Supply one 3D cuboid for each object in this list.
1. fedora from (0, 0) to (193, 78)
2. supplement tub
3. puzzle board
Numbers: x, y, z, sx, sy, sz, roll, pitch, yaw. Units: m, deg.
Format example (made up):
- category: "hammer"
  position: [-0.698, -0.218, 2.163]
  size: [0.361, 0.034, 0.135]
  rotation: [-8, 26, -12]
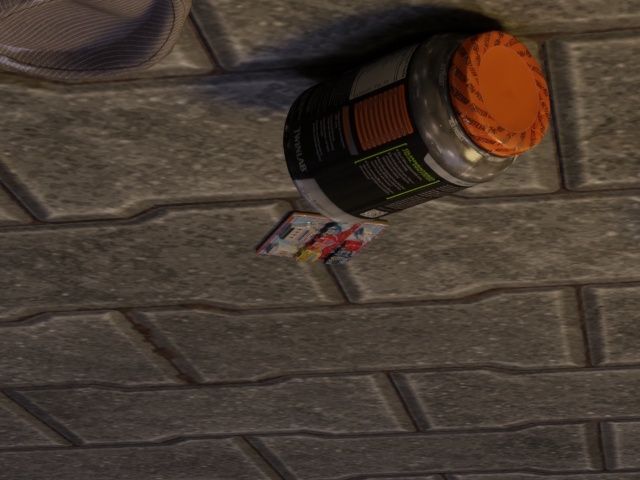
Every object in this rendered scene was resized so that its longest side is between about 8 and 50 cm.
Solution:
- category: "fedora"
  position: [-0.149, -0.176, 1.201]
  size: [0.275, 0.124, 0.243]
  rotation: [-14, 158, 36]
- category: "supplement tub"
  position: [0.073, -0.087, 1.495]
  size: [0.117, 0.117, 0.190]
  rotation: [16, 157, -41]
- category: "puzzle board"
  position: [0.000, 0.000, 1.936]
  size: [0.096, 0.011, 0.128]
  rotation: [5, 161, -17]
